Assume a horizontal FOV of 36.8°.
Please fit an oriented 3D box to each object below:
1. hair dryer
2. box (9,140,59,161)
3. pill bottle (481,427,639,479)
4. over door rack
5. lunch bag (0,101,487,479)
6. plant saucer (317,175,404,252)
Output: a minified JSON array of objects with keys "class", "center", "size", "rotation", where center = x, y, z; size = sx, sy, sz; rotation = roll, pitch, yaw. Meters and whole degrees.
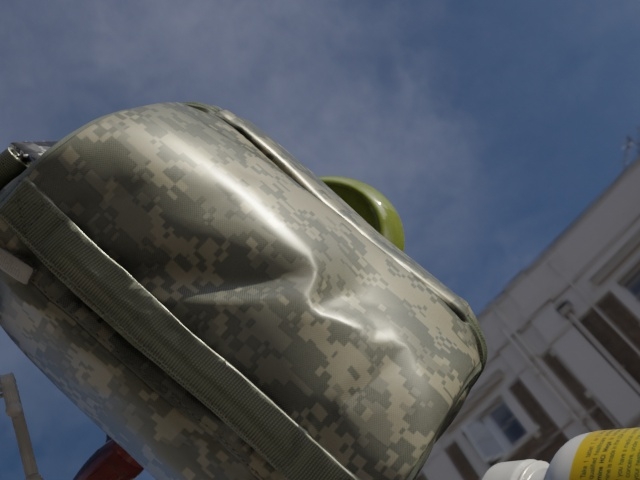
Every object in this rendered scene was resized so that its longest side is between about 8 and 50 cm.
[{"class":"hair dryer","center":[-0.353,0.354,1.703],"size":[0.080,0.223,0.294],"rotation":[41,-110,-20]},{"class":"box","center":[-0.207,-0.036,1.204],"size":[0.242,0.307,0.077],"rotation":[-8,-58,-53]},{"class":"pill bottle","center":[0.307,0.249,0.806],"size":[0.333,0.188,0.188],"rotation":[-13,-41,36]},{"class":"over door rack","center":[-0.448,0.297,1.131],"size":[0.239,0.108,0.324],"rotation":[-11,-39,-16]},{"class":"lunch bag","center":[-0.056,0.056,0.620],"size":[0.305,0.256,0.212],"rotation":[41,-84,5]},{"class":"plant saucer","center":[0.000,0.000,1.391],"size":[0.241,0.241,0.037],"rotation":[-29,-30,-4]}]
